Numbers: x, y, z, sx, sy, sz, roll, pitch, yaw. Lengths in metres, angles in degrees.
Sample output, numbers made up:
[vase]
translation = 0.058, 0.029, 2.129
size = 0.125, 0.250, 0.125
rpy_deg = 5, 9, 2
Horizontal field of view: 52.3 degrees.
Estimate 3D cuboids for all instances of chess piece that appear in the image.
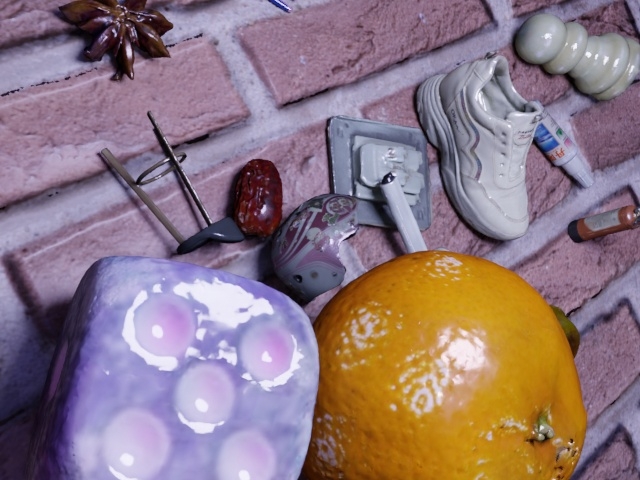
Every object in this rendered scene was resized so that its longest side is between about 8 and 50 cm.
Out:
[chess piece]
translation = 0.532, -0.403, 1.382
size = 0.251, 0.144, 0.144
rpy_deg = 15, 71, -19

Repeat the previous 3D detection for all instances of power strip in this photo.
[power strip]
translation = 0.118, -0.120, 1.129
size = 0.213, 0.064, 0.198
rpy_deg = 2, 75, -27

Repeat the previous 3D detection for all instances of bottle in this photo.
[bottle]
translation = 0.493, -0.195, 1.350
size = 0.217, 0.060, 0.060
rpy_deg = 45, 62, -11

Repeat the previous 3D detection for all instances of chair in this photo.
[chair]
translation = -0.209, -0.065, 0.931
size = 0.095, 0.104, 0.221
rpy_deg = -36, 92, -4

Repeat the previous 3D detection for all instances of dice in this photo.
[dice]
translation = -0.176, 0.182, 0.778
size = 0.271, 0.270, 0.270
rpy_deg = 18, 71, -23

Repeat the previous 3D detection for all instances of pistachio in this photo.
[pistachio]
translation = 0.403, 0.184, 1.187
size = 0.189, 0.100, 0.110
rpy_deg = -45, 104, -27

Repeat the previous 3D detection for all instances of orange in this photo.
[orange]
translation = 0.168, 0.221, 0.896
size = 0.424, 0.326, 0.424
rpy_deg = -7, 103, -35

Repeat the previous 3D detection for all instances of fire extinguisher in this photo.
[fire extinguisher]
translation = 0.575, -0.034, 1.287
size = 0.062, 0.177, 0.050
rpy_deg = -41, 99, -30

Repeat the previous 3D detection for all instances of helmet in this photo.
[helmet]
translation = -0.016, 0.001, 0.985
size = 0.107, 0.153, 0.177
rpy_deg = 21, 69, -9

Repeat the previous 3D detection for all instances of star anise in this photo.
[star anise]
translation = -0.295, -0.318, 0.960
size = 0.168, 0.057, 0.168
rpy_deg = 6, 76, -27

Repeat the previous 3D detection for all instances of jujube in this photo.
[jujube]
translation = -0.094, -0.066, 1.000
size = 0.077, 0.077, 0.129
rpy_deg = 16, 62, -24

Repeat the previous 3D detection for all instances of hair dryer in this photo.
[hair dryer]
translation = 0.147, 0.000, 1.083
size = 0.131, 0.073, 0.236
rpy_deg = -33, 111, -29

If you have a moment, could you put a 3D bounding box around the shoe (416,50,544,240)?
[shoe]
translation = 0.313, -0.167, 1.160
size = 0.132, 0.210, 0.342
rpy_deg = -25, 91, -31

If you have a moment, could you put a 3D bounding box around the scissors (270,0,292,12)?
[scissors]
translation = -0.093, -0.435, 1.121
size = 0.113, 0.012, 0.039
rpy_deg = 26, 67, -20
